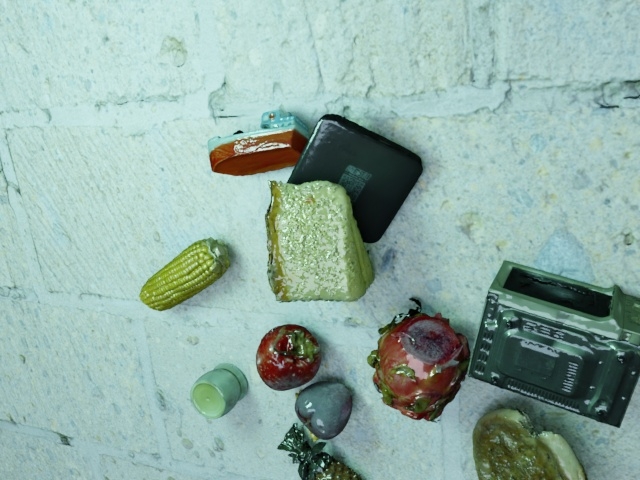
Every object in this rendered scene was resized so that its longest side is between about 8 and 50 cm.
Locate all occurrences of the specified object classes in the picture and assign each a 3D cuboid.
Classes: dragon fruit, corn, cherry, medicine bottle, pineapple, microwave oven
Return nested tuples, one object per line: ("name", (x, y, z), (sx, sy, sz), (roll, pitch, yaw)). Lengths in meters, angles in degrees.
("dragon fruit", (0.250, 0.337, 1.675), (0.269, 0.250, 0.291), (40, 145, 23))
("corn", (-0.423, 0.115, 1.984), (0.387, 0.144, 0.144), (-36, 91, 35))
("cherry", (0.010, 0.501, 1.903), (0.176, 0.176, 0.140), (26, 149, 16))
("medicine bottle", (-0.331, 0.490, 2.075), (0.147, 0.143, 0.147), (7, 107, 22))
("cherry", (-0.104, 0.359, 1.892), (0.175, 0.192, 0.249), (60, 138, 38))
("pineapple", (0.002, 0.713, 2.009), (0.310, 0.141, 0.170), (43, 127, 14))
("microwave oven", (0.556, 0.241, 1.491), (0.355, 0.218, 0.286), (17, 115, 20))

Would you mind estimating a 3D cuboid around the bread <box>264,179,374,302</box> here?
("bread", (0.000, 0.000, 1.676), (0.249, 0.279, 0.315), (0, 93, 17))

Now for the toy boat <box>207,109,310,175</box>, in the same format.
("toy boat", (-0.177, -0.266, 1.717), (0.332, 0.145, 0.133), (-7, 70, 31))

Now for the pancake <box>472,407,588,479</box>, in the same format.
("pancake", (0.528, 0.606, 1.635), (0.382, 0.071, 0.382), (29, 126, 50))

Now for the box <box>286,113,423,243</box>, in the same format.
("box", (0.078, -0.152, 1.622), (0.290, 0.073, 0.288), (24, 122, -8))

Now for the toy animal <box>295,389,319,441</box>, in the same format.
("toy animal", (-0.027, 0.542, 1.996), (0.159, 0.083, 0.070), (52, 133, 15))
